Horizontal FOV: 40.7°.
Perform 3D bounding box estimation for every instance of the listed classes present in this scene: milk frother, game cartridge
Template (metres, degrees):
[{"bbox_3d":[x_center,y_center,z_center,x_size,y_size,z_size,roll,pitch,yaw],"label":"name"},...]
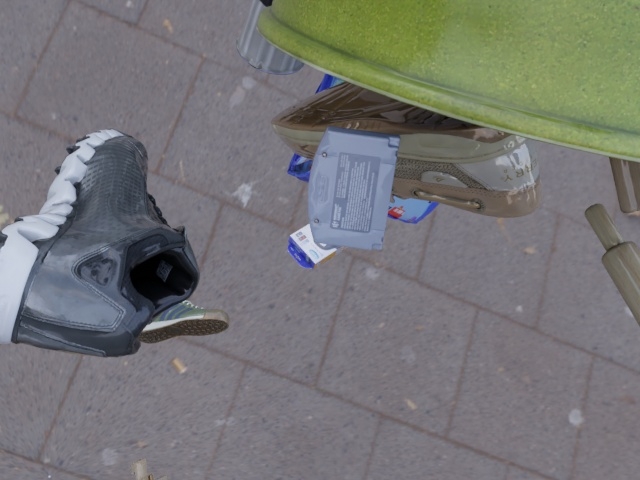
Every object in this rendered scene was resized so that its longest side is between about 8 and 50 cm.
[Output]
[{"bbox_3d":[-0.003,-0.251,0.960,0.143,0.135,0.129,43,50,16],"label":"milk frother"},{"bbox_3d":[0.020,-0.035,0.572,0.056,0.083,0.017,7,29,-2],"label":"game cartridge"}]

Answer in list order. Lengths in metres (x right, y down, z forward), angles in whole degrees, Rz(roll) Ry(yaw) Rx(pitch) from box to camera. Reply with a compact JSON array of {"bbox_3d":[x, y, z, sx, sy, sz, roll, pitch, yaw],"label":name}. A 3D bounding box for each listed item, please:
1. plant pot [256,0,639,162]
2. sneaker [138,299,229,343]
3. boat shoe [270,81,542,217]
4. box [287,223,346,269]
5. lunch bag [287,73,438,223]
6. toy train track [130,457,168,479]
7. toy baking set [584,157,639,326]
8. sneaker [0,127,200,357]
[{"bbox_3d":[0.173,-0.263,0.504,0.366,0.366,0.353,6,113,-16],"label":"plant pot"},{"bbox_3d":[-0.263,0.136,1.640,0.192,0.064,0.086,-11,52,16],"label":"sneaker"},{"bbox_3d":[0.068,-0.087,0.847,0.121,0.341,0.110,-34,118,-23],"label":"boat shoe"},{"bbox_3d":[0.000,0.000,1.733,0.136,0.028,0.081,-32,70,-32],"label":"box"},{"bbox_3d":[0.105,-0.151,1.092,0.221,0.138,0.293,18,105,-42],"label":"lunch bag"},{"bbox_3d":[-0.126,0.195,0.605,0.048,0.014,0.083,-13,97,-58],"label":"toy train track"},{"bbox_3d":[0.270,0.020,0.580,0.030,0.197,0.256,-15,70,-20],"label":"toy baking set"},{"bbox_3d":[-0.122,0.002,0.521,0.106,0.234,0.078,19,114,-7],"label":"sneaker"}]
